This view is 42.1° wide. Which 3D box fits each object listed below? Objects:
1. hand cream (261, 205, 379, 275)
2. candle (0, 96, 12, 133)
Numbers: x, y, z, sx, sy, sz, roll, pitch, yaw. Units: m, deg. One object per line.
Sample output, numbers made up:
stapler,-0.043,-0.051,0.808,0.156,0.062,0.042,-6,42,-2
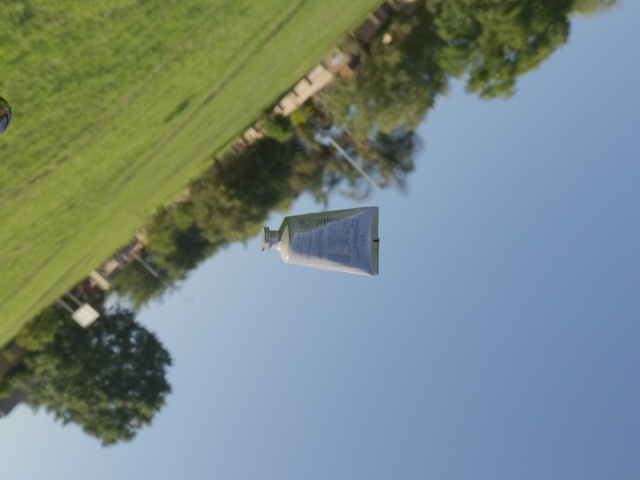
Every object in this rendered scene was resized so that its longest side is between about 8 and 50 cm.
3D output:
hand cream,0.000,0.000,0.987,0.053,0.142,0.084,-178,-92,-77
candle,-0.401,-0.135,0.978,0.052,0.052,0.130,-44,-159,10
